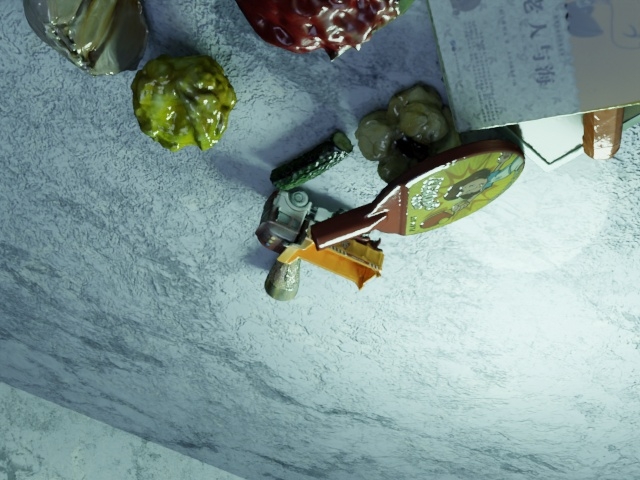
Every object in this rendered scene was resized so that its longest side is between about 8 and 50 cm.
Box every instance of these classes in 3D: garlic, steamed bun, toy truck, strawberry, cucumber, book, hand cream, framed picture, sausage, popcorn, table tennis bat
[{"bbox_3d":[-0.396,-0.367,1.102,0.143,0.178,0.229,12,158,24],"label":"garlic"},{"bbox_3d":[0.166,-0.167,1.234,0.178,0.106,0.192,-21,132,36],"label":"steamed bun"},{"bbox_3d":[0.000,0.000,1.442,0.270,0.135,0.114,24,150,-13],"label":"toy truck"},{"bbox_3d":[-0.007,-0.427,0.853,0.345,0.317,0.295,53,159,-19],"label":"strawberry"},{"bbox_3d":[-0.017,-0.152,1.341,0.187,0.058,0.058,-25,128,37],"label":"cucumber"},{"bbox_3d":[0.363,-0.313,1.012,0.389,0.032,0.269,-7,119,25],"label":"book"},{"bbox_3d":[-0.075,0.050,1.586,0.084,0.084,0.203,15,133,-3],"label":"hand cream"},{"bbox_3d":[0.387,-0.251,1.146,0.296,0.019,0.232,35,136,-25],"label":"framed picture"},{"bbox_3d":[0.467,-0.194,1.128,0.065,0.065,0.169,-2,137,17],"label":"sausage"},{"bbox_3d":[-0.238,-0.252,1.206,0.198,0.155,0.197,12,151,7],"label":"popcorn"},{"bbox_3d":[0.179,-0.074,1.247,0.415,0.051,0.268,-20,156,-5],"label":"table tennis bat"}]
